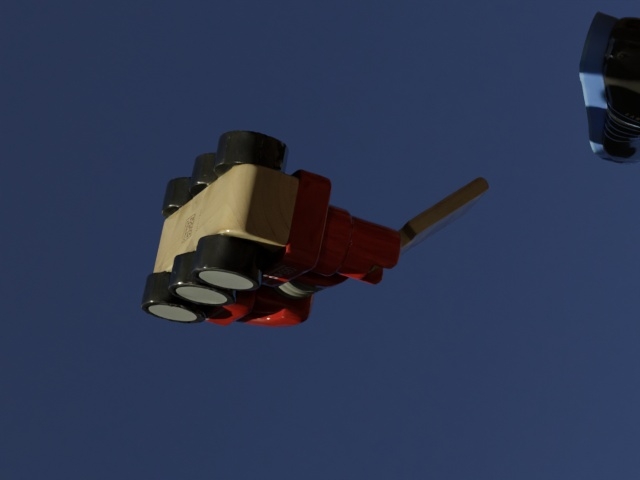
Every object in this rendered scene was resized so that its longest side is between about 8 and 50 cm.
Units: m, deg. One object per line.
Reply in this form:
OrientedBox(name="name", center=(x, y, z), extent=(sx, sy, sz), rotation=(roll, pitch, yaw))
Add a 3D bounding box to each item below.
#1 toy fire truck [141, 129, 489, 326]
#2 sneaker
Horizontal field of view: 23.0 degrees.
OrientedBox(name="toy fire truck", center=(0.000, 0.000, 1.330), extent=(0.246, 0.217, 0.159), rotation=(17, -110, -18))
OrientedBox(name="sneaker", center=(0.285, -0.119, 1.366), extent=(0.081, 0.090, 0.232), rotation=(-68, -22, -12))
